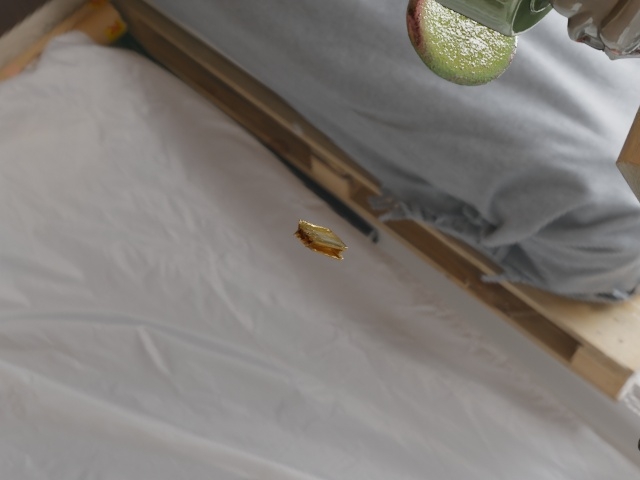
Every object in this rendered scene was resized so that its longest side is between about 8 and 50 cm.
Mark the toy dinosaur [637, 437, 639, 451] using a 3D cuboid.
[{"bbox_3d":[0.528,0.259,1.294,0.187,0.087,0.179,-10,146,-1],"label":"toy dinosaur"}]

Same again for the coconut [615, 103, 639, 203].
[{"bbox_3d":[0.746,-0.172,1.897,0.239,0.239,0.244,4,106,-62],"label":"coconut"}]

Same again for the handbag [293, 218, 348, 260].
[{"bbox_3d":[0.000,0.000,1.347,0.061,0.083,0.027,18,102,-24],"label":"handbag"}]

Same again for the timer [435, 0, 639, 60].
[{"bbox_3d":[0.349,-0.352,1.185,0.291,0.315,0.290,-45,166,-15],"label":"timer"}]

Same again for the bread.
[{"bbox_3d":[0.260,-0.389,1.632,0.228,0.228,0.033,-41,-177,-22],"label":"bread"}]
